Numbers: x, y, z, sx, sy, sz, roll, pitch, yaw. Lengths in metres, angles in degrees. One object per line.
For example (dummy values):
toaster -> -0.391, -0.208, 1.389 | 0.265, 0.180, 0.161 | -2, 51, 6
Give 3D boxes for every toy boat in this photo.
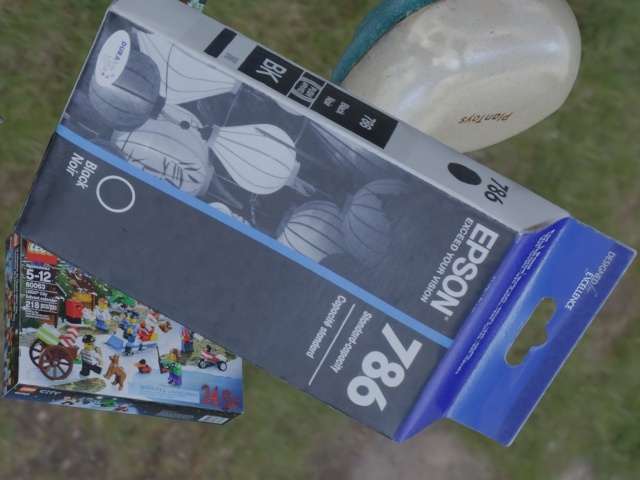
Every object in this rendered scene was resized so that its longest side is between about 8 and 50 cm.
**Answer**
toy boat -> 0.155, -0.205, 1.483 | 0.267, 0.148, 0.318 | -4, 146, -50

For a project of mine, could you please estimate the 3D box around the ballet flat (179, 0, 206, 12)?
ballet flat -> -0.130, -0.148, 1.297 | 0.070, 0.070, 0.188 | 0, 112, -44

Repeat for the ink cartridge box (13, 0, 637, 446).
ink cartridge box -> 0.000, 0.000, 1.011 | 0.165, 0.332, 0.065 | -63, -179, 27

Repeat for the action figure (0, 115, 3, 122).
action figure -> -0.319, -0.125, 1.221 | 0.141, 0.164, 0.276 | -60, 173, 32

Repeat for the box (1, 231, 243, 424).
box -> -0.187, 0.083, 1.654 | 0.233, 0.044, 0.159 | 10, 63, -29
